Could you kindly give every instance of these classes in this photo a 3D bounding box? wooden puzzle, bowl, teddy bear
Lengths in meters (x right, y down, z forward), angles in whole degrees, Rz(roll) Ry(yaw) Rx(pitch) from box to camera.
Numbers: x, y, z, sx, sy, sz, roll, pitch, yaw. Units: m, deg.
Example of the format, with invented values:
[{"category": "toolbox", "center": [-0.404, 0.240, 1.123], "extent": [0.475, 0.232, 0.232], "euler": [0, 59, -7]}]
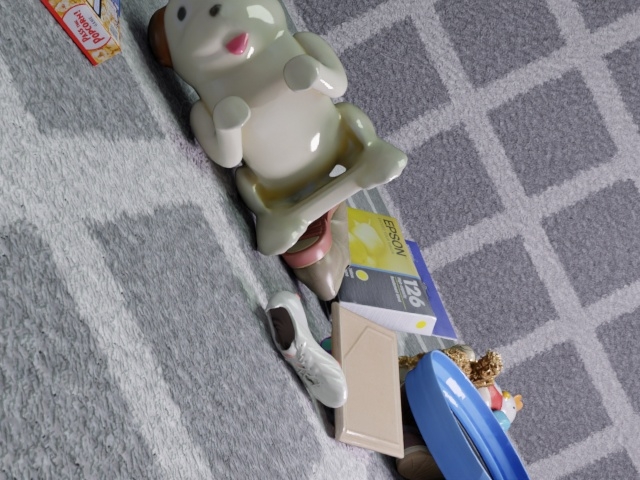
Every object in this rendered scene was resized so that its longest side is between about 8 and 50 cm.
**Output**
[{"category": "wooden puzzle", "center": [0.072, 0.235, 1.498], "extent": [0.238, 0.044, 0.221], "euler": [35, 48, -54]}, {"category": "bowl", "center": [0.294, 0.398, 1.757], "extent": [0.391, 0.077, 0.391], "euler": [51, 14, -18]}, {"category": "teddy bear", "center": [0.291, 0.290, 2.115], "extent": [0.338, 0.245, 0.113], "euler": [6, 68, -43]}]

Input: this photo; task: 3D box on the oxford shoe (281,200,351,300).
[{"category": "oxford shoe", "center": [0.000, 0.000, 1.749], "extent": [0.130, 0.123, 0.348], "euler": [63, 20, -20]}]

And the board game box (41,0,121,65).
[{"category": "board game box", "center": [-0.322, -0.336, 1.138], "extent": [0.193, 0.045, 0.147], "euler": [55, 14, -40]}]

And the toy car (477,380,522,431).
[{"category": "toy car", "center": [0.450, 0.433, 2.401], "extent": [0.237, 0.210, 0.219], "euler": [-2, 45, -33]}]

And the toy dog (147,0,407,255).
[{"category": "toy dog", "center": [-0.087, -0.257, 1.481], "extent": [0.408, 0.284, 0.395], "euler": [56, 12, -27]}]

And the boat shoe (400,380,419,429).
[{"category": "boat shoe", "center": [0.228, 0.407, 1.962], "extent": [0.258, 0.095, 0.095], "euler": [66, -6, -12]}]

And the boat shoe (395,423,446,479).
[{"category": "boat shoe", "center": [0.217, 0.428, 1.779], "extent": [0.285, 0.102, 0.092], "euler": [40, 29, -52]}]

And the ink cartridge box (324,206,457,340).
[{"category": "ink cartridge box", "center": [0.128, 0.058, 1.889], "extent": [0.307, 0.072, 0.304], "euler": [9, 39, -25]}]

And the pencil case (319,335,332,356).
[{"category": "pencil case", "center": [0.059, 0.230, 1.577], "extent": [0.152, 0.064, 0.070], "euler": [60, 36, -23]}]

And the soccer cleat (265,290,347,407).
[{"category": "soccer cleat", "center": [-0.026, 0.167, 1.337], "extent": [0.196, 0.068, 0.076], "euler": [61, 25, -4]}]
